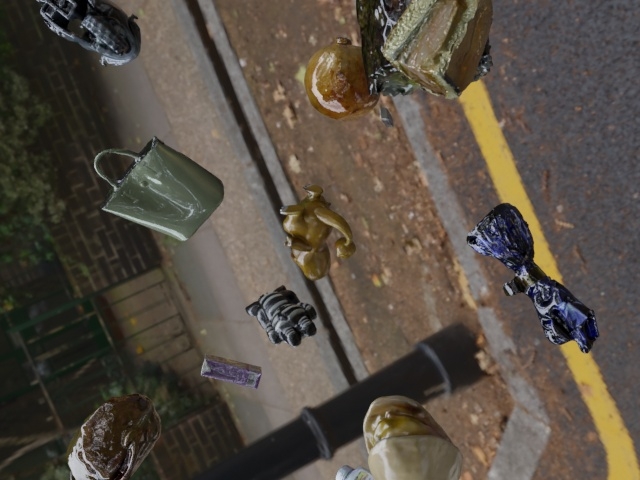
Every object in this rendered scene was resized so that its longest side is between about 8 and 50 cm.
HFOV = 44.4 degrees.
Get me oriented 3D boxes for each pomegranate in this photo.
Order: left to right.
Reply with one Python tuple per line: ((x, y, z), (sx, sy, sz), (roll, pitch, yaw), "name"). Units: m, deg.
((0.064, -0.450, 2.192), (0.248, 0.248, 0.248), (48, 152, 36), "pomegranate")

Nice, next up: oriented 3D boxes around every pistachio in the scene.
((-0.359, 0.346, 1.328), (0.130, 0.210, 0.165), (34, -161, -32), "pistachio")
((0.187, 0.429, 1.569), (0.187, 0.187, 0.299), (43, 163, 42), "pistachio")

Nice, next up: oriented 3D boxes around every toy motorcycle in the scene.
((-0.410, -0.391, 1.370), (0.270, 0.106, 0.159), (40, -173, 23), "toy motorcycle")

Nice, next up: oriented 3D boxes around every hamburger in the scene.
((0.208, -0.351, 1.294), (0.135, 0.155, 0.208), (24, 95, 27), "hamburger")

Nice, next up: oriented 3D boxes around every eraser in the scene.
((0.144, -0.269, 1.719), (0.099, 0.019, 0.027), (20, -116, -76), "eraser")

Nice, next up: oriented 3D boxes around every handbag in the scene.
((-0.411, -0.129, 1.942), (0.315, 0.241, 0.109), (27, -155, -39), "handbag")

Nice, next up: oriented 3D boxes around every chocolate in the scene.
((0.444, 0.088, 1.617), (0.343, 0.126, 0.148), (54, 130, 10), "chocolate")

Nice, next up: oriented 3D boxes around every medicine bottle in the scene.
((0.095, 0.580, 1.861), (0.117, 0.074, 0.055), (17, 156, 44), "medicine bottle")

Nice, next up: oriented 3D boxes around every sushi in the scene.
((0.244, -0.498, 1.826), (0.281, 0.299, 0.295), (170, 94, -83), "sushi")

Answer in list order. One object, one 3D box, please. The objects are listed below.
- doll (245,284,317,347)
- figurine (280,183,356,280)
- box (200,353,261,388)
((-0.063, 0.131, 1.347), (0.067, 0.091, 0.219), (60, 169, -22), "doll")
((0.003, 0.003, 1.311), (0.122, 0.121, 0.176), (24, 141, 20), "figurine")
((-0.175, 0.257, 1.540), (0.050, 0.117, 0.036), (-128, 53, -84), "box")
